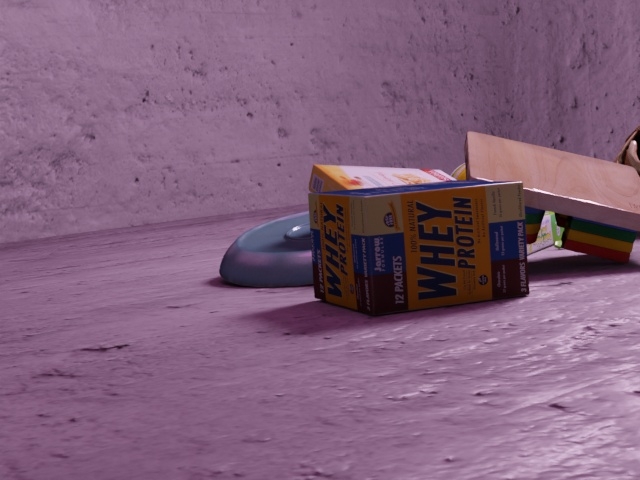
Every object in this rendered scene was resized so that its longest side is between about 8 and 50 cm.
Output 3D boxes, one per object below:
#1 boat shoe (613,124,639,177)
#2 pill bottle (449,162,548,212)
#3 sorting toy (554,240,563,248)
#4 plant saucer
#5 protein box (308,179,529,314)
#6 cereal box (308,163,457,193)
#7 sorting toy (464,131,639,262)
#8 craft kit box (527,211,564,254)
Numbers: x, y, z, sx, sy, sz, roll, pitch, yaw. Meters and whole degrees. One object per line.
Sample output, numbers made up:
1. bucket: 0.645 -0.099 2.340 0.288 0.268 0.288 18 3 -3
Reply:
1. boat shoe: 0.540 -0.137 2.014 0.119 0.123 0.324 -10 -33 -38
2. pill bottle: 0.332 -0.082 2.267 0.136 0.136 0.245 -6 5 -14
3. sorting toy: 0.403 0.003 1.922 0.062 0.012 0.083 0 6 41
4. plant saucer: 0.000 0.000 1.839 0.317 0.044 0.317 -10 15 3
5. protein box: 0.113 0.002 1.473 0.201 0.136 0.200 -6 5 -20
6. cereal box: 0.125 -0.062 1.817 0.240 0.047 0.173 -1 23 -32
7. sorting toy: 0.323 -0.056 1.719 0.255 0.089 0.257 13 20 2
8. craft kit box: 0.244 -0.007 1.982 0.246 0.061 0.250 1 7 27
